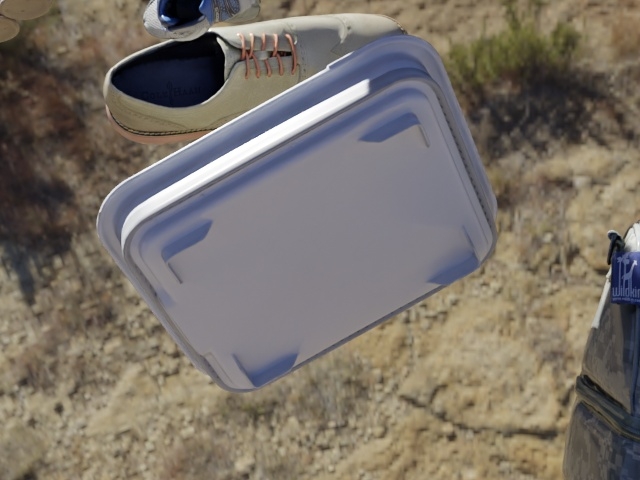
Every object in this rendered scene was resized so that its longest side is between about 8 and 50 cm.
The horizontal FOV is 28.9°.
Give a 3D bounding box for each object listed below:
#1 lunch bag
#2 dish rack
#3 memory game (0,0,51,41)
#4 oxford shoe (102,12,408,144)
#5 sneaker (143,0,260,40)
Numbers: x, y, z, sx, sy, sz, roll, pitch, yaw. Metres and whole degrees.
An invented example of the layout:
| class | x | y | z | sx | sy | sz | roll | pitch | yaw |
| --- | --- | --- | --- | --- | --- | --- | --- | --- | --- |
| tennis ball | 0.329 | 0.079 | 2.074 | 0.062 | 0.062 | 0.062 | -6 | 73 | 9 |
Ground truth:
| class | x | y | z | sx | sy | sz | roll | pitch | yaw |
| --- | --- | --- | --- | --- | --- | --- | --- | --- | --- |
| lunch bag | 0.372 | 0.129 | 1.062 | 0.305 | 0.256 | 0.212 | 10 | 3 | -1 |
| dish rack | 0.000 | 0.000 | 1.107 | 0.332 | 0.286 | 0.072 | -28 | 44 | 1 |
| memory game | -0.263 | -0.168 | 0.814 | 0.186 | 0.186 | 0.012 | -11 | 73 | -2 |
| oxford shoe | -0.073 | -0.205 | 1.534 | 0.396 | 0.146 | 0.141 | -16 | 84 | -5 |
| sneaker | -0.107 | -0.182 | 0.958 | 0.058 | 0.052 | 0.135 | -19 | 8 | -37 |
